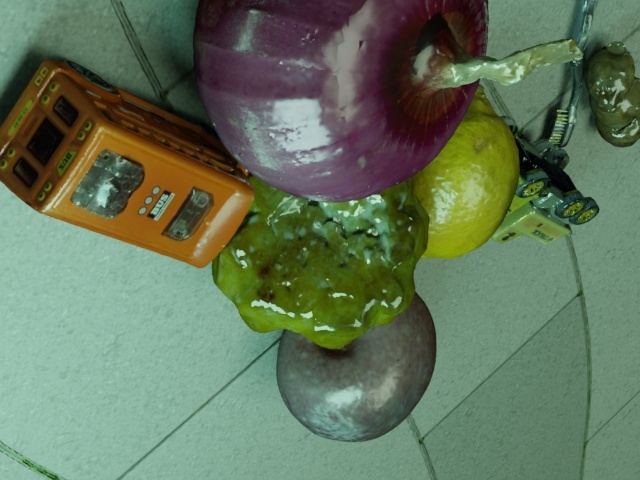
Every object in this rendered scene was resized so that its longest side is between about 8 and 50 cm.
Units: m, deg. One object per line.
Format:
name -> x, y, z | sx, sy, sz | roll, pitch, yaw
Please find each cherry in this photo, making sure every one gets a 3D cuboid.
cherry -> 0.051, 0.162, 1.776 | 0.236, 0.213, 0.285 | -34, 151, -8

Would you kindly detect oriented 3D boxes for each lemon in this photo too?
lemon -> 0.164, -0.083, 1.702 | 0.188, 0.188, 0.257 | 0, 120, -46

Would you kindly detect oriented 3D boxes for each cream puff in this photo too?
cream puff -> 0.001, -0.002, 1.599 | 0.282, 0.282, 0.185 | -48, 179, -4

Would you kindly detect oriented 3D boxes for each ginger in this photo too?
ginger -> 0.446, -0.214, 1.970 | 0.204, 0.080, 0.104 | 51, 48, -58

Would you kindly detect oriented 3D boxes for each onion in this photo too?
onion -> 0.038, -0.208, 1.369 | 0.358, 0.345, 0.358 | -9, 113, -21

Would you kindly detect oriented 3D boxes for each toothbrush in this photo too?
toothbrush -> 0.377, -0.307, 1.859 | 0.042, 0.035, 0.413 | -4, 127, -16

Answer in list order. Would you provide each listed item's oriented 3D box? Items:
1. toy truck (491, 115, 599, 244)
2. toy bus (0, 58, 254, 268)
toy truck -> 0.283, -0.069, 1.896 | 0.157, 0.124, 0.272 | -38, 151, 22
toy bus -> -0.185, -0.065, 1.380 | 0.143, 0.153, 0.329 | -55, 146, 8
